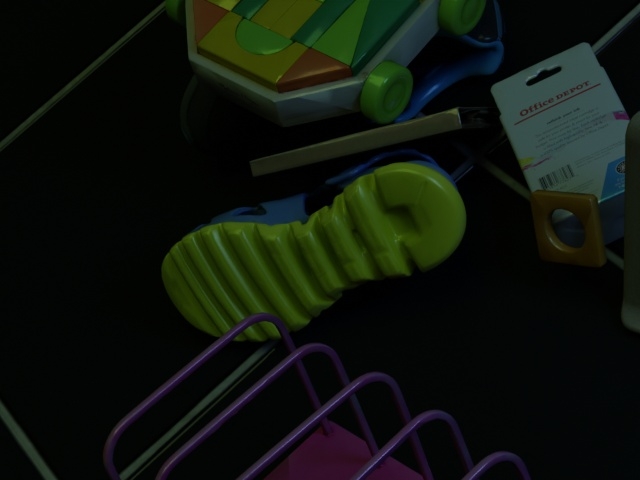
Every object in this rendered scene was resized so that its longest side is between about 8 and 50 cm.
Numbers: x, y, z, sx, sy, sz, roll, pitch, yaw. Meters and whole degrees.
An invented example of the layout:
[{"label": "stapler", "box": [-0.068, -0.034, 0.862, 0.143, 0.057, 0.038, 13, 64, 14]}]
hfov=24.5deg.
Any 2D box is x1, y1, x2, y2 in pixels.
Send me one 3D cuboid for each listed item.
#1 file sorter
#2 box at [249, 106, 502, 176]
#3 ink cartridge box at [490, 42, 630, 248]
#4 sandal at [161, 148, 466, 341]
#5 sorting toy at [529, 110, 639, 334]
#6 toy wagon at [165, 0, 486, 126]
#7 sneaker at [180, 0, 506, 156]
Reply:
[{"label": "file sorter", "box": [0.005, 0.207, 1.092, 0.202, 0.182, 0.291, -41, 40, -22]}, {"label": "box", "box": [0.055, -0.092, 1.367, 0.201, 0.164, 0.021, -12, 91, 20]}, {"label": "ink cartridge box", "box": [0.230, -0.082, 1.317, 0.104, 0.061, 0.181, -25, 49, 11]}, {"label": "sandal", "box": [0.000, 0.000, 1.358, 0.317, 0.126, 0.138, -16, 16, 24]}, {"label": "sorting toy", "box": [0.320, 0.002, 1.141, 0.348, 0.196, 0.047, 21, 37, 36]}, {"label": "toy wagon", "box": [0.025, -0.257, 1.406, 0.267, 0.068, 0.344, 29, 68, 29]}, {"label": "sneaker", "box": [0.019, -0.166, 1.450, 0.341, 0.125, 0.139, -27, 47, 8]}]
